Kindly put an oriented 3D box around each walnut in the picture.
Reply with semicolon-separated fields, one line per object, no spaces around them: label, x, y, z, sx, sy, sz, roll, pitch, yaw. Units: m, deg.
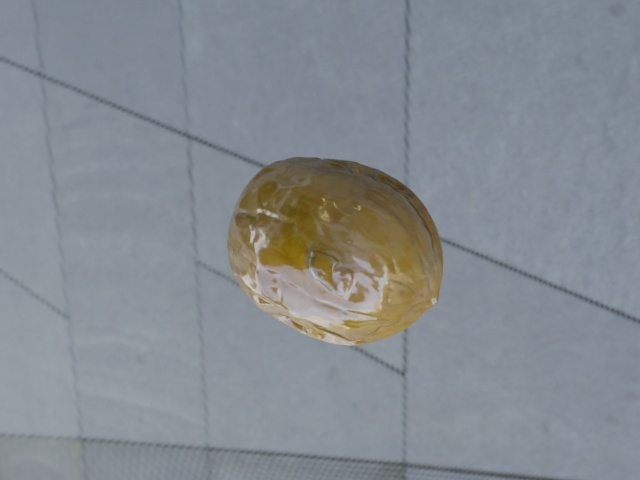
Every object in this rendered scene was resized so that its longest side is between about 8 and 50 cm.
walnut;0.000;0.000;0.594;0.121;0.052;0.091;21;86;25
